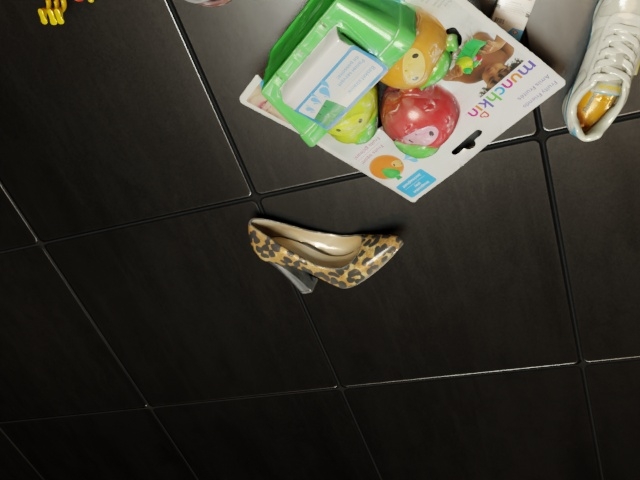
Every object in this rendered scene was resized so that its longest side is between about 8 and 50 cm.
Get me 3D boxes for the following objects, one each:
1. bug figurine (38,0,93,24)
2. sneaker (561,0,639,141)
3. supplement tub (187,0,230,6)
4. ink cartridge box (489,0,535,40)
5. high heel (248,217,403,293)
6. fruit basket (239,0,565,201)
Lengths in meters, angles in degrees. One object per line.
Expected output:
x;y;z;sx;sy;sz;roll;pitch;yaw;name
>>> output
-0.450;-0.466;0.941;0.216;0.072;0.279;8;131;15;bug figurine
0.403;-0.245;0.885;0.087;0.092;0.228;12;125;6;sneaker
-0.135;-0.374;0.854;0.106;0.198;0.106;7;125;10;supplement tub
0.268;-0.327;0.898;0.048;0.028;0.083;16;126;2;ink cartridge box
0.000;0.000;1.143;0.261;0.093;0.186;-22;123;36;high heel
0.108;-0.209;0.929;0.353;0.165;0.327;33;134;-20;fruit basket
